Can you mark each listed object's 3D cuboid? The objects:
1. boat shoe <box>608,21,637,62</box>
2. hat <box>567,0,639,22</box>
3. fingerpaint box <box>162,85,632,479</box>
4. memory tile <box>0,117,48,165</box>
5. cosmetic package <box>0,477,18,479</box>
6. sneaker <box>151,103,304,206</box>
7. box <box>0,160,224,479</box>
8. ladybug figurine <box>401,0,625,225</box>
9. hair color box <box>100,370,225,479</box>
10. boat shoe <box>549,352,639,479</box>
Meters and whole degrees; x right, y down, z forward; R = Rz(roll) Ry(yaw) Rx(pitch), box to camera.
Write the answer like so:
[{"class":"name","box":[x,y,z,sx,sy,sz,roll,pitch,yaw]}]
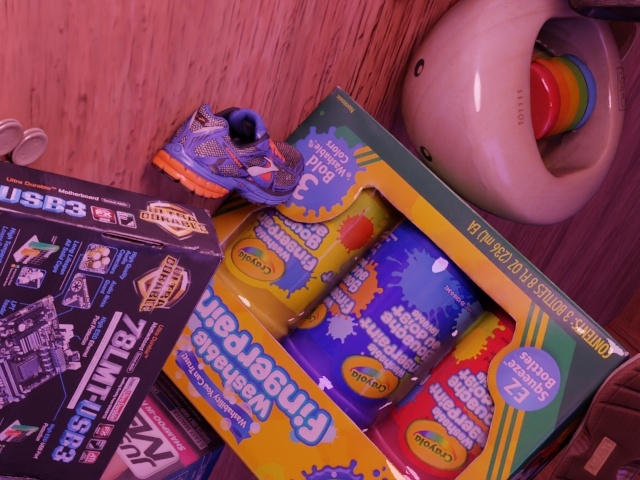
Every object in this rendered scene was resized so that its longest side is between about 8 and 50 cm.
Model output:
[{"class":"boat shoe","box":[0.405,-0.272,1.802,0.178,0.064,0.060,-43,161,3]},{"class":"hat","box":[0.353,-0.296,1.251,0.331,0.134,0.331,-11,178,0]},{"class":"fingerpaint box","box":[0.057,0.115,1.340,0.371,0.445,0.163,-46,158,3]},{"class":"memory tile","box":[-0.296,-0.044,0.992,0.148,0.012,0.113,-49,159,9]},{"class":"cosmetic package","box":[-0.297,0.126,1.161,0.085,0.117,0.231,-11,140,-55]},{"class":"sneaker","box":[-0.074,-0.090,1.230,0.087,0.083,0.221,-58,159,17]},{"class":"box","box":[-0.271,0.073,0.986,0.293,0.073,0.295,12,125,-30]},{"class":"ladybug figurine","box":[0.236,-0.171,1.446,0.449,0.162,0.305,-12,99,-56]},{"class":"hair color box","box":[-0.294,0.264,1.345,0.347,0.174,0.105,-24,150,-44]},{"class":"boat shoe","box":[0.316,0.175,1.211,0.095,0.095,0.257,-38,165,-51]}]
